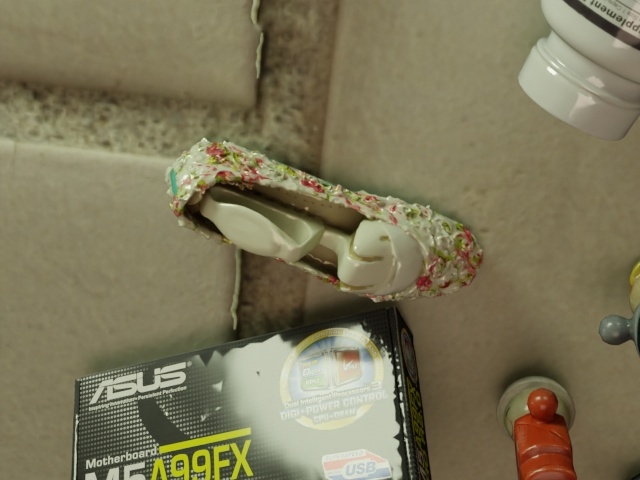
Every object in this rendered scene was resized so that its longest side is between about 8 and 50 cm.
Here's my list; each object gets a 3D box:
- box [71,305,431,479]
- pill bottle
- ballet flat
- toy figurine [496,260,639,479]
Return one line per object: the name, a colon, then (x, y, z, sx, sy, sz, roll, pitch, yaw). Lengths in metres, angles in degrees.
box: (-0.054, 0.181, 0.874, 0.270, 0.216, 0.060, -13, 148, 14)
pill bottle: (0.202, -0.161, 0.718, 0.108, 0.108, 0.193, 25, 118, -7)
ballet flat: (0.000, 0.000, 0.846, 0.241, 0.077, 0.091, 17, 117, -3)
toy figurine: (0.255, 0.141, 0.860, 0.213, 0.148, 0.209, 35, 110, -10)
